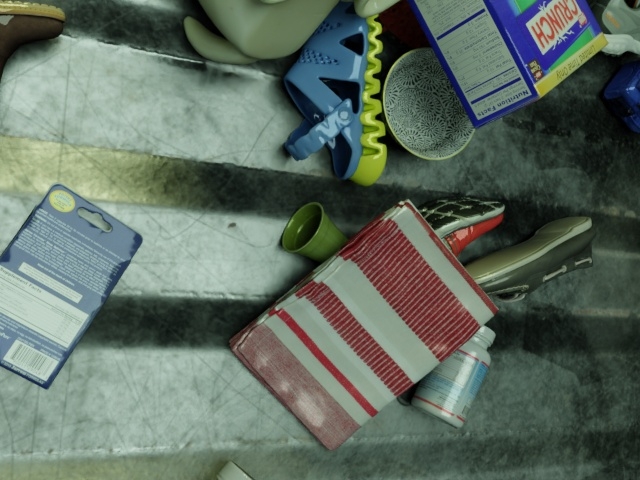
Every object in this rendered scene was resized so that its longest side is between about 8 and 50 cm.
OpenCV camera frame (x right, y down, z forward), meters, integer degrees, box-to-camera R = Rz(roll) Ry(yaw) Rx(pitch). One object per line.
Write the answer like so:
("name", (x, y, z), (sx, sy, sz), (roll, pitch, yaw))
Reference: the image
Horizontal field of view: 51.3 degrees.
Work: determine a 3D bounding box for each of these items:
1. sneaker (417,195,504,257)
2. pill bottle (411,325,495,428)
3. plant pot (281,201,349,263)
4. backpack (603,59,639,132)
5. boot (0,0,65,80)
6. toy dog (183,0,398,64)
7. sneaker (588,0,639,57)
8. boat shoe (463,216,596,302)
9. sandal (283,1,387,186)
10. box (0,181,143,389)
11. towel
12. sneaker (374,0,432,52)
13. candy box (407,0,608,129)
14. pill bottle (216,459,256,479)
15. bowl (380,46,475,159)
("sneaker", (0.172, 0.019, 1.045), (0.279, 0.107, 0.118), (-28, 117, -17))
("pill bottle", (0.214, 0.206, 1.053), (0.087, 0.087, 0.160), (33, 77, -20))
("plant pot", (0.000, 0.000, 0.971), (0.079, 0.083, 0.083), (36, 76, -33))
("backpack", (0.597, -0.257, 1.221), (0.098, 0.101, 0.120), (-47, 111, -10))
("boot", (-0.413, -0.170, 0.794), (0.248, 0.090, 0.207), (-16, 108, -25))
("toy dog", (-0.067, -0.462, 0.826), (0.284, 0.395, 0.408), (-18, 82, -41))
("sneaker", (0.550, -0.384, 1.163), (0.271, 0.100, 0.108), (-12, 135, -39))
("boat shoe", (0.348, 0.048, 1.083), (0.335, 0.112, 0.095), (-21, 100, -35))
("sandal", (0.012, -0.234, 0.950), (0.138, 0.126, 0.317), (-5, 91, -20))
("box", (-0.338, 0.054, 0.835), (0.136, 0.036, 0.225), (36, 77, -20))
("towel", (0.066, 0.128, 0.951), (0.329, 0.037, 0.237), (-40, 107, 4))
("sneaker", (0.174, -0.353, 1.049), (0.262, 0.104, 0.125), (39, 58, -23))
("candy box", (0.256, -0.362, 0.969), (0.268, 0.122, 0.317), (-38, 102, -40))
("pill bottle", (-0.149, 0.389, 0.880), (0.108, 0.108, 0.180), (46, 72, -17))
("bowl", (0.153, -0.205, 1.032), (0.170, 0.080, 0.170), (0, 90, -23))
